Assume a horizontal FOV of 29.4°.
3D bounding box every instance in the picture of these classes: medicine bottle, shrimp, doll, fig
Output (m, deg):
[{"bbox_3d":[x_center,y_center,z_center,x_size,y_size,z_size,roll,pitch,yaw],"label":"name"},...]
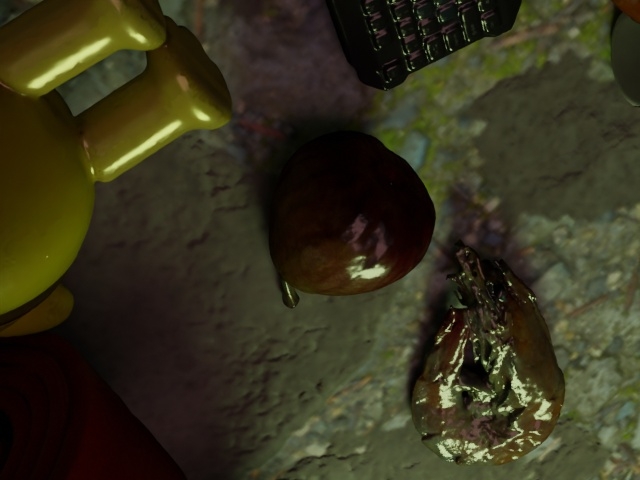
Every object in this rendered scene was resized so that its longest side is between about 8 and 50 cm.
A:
[{"bbox_3d":[0.211,-0.106,0.672,0.089,0.057,0.057,-9,125,-14],"label":"medicine bottle"},{"bbox_3d":[0.102,0.077,0.765,0.101,0.042,0.190,-15,127,-1],"label":"shrimp"},{"bbox_3d":[-0.209,0.009,0.546,0.363,0.145,0.199,-31,132,10],"label":"doll"},{"bbox_3d":[0.000,0.000,0.661,0.088,0.089,0.125,22,135,-30],"label":"fig"}]

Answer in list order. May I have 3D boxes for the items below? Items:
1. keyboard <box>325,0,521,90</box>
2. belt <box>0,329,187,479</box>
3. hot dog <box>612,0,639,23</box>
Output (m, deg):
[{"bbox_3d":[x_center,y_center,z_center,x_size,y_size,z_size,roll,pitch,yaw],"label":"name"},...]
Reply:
[{"bbox_3d":[0.029,-0.183,0.560,0.106,0.016,0.262,-25,134,-2],"label":"keyboard"},{"bbox_3d":[-0.222,0.183,0.599,0.323,0.227,0.115,-33,125,1],"label":"belt"},{"bbox_3d":[0.241,-0.168,0.577,0.256,0.150,0.153,-15,102,-11],"label":"hot dog"}]
